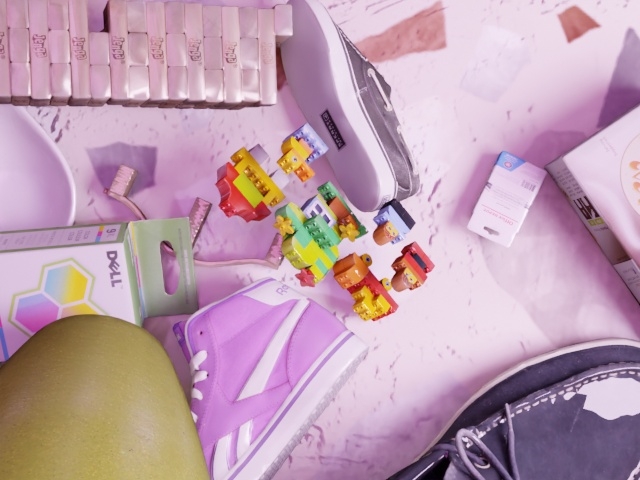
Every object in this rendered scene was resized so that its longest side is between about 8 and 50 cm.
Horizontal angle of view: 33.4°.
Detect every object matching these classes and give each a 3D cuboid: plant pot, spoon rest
[{"bbox_3d":[-0.200,0.204,0.848,0.275,0.293,0.274,-1,126,-2],"label":"plant pot"},{"bbox_3d":[-0.317,-0.109,1.022,0.137,0.084,0.276,-13,87,1],"label":"spoon rest"}]

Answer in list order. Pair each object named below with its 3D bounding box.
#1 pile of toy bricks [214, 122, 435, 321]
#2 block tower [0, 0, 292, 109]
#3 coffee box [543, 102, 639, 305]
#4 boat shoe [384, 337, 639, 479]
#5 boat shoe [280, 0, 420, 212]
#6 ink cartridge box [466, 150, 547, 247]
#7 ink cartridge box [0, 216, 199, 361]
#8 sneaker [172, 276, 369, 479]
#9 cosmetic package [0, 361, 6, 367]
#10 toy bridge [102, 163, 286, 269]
[{"bbox_3d":[0.000,0.000,0.964,0.118,0.105,0.212,-30,105,42],"label":"pile of toy bricks"},{"bbox_3d":[-0.196,-0.168,0.970,0.335,0.091,0.097,-3,93,-16],"label":"block tower"},{"bbox_3d":[0.340,-0.009,0.990,0.141,0.098,0.246,-33,87,0],"label":"coffee box"},{"bbox_3d":[0.136,0.247,0.921,0.500,0.156,0.186,-27,93,-18],"label":"boat shoe"},{"bbox_3d":[0.028,-0.134,1.023,0.070,0.078,0.219,-20,87,-36],"label":"boat shoe"},{"bbox_3d":[0.178,-0.039,1.031,0.048,0.028,0.083,27,89,3],"label":"ink cartridge box"},{"bbox_3d":[-0.223,0.045,0.997,0.209,0.062,0.109,-5,113,-3],"label":"ink cartridge box"},{"bbox_3d":[-0.100,0.163,1.006,0.161,0.102,0.282,37,83,10],"label":"sneaker"},{"bbox_3d":[-0.286,0.239,1.009,0.117,0.085,0.231,-34,89,0],"label":"cosmetic package"},{"bbox_3d":[-0.126,-0.011,1.040,0.188,0.026,0.063,23,90,1],"label":"toy bridge"}]
